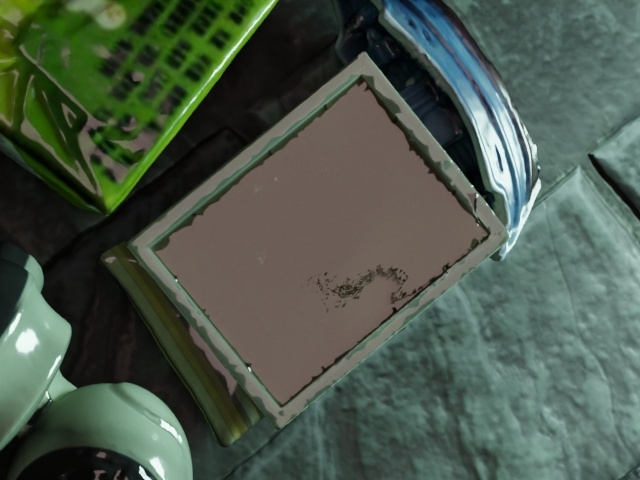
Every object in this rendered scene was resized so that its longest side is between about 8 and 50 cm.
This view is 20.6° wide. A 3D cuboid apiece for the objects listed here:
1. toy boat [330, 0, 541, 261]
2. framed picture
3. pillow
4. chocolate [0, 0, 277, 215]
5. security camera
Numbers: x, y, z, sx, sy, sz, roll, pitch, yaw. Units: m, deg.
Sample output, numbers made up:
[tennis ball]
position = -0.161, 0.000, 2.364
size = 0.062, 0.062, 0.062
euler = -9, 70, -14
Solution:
[toy boat]
position = 0.090, -0.116, 1.614
size = 0.142, 0.129, 0.309
euler = -33, 92, -30
[framed picture]
position = 0.000, 0.000, 1.551
size = 0.273, 0.016, 0.216
euler = -38, 93, -3
[pillow]
position = -0.059, 0.046, 1.591
size = 0.212, 0.052, 0.208
euler = -33, 94, -17
[chocolate]
position = -0.220, -0.209, 1.551
size = 0.289, 0.137, 0.301
euler = 38, 70, -5
[security camera]
position = -0.227, 0.164, 1.454
size = 0.277, 0.191, 0.197
euler = 40, 107, -17
